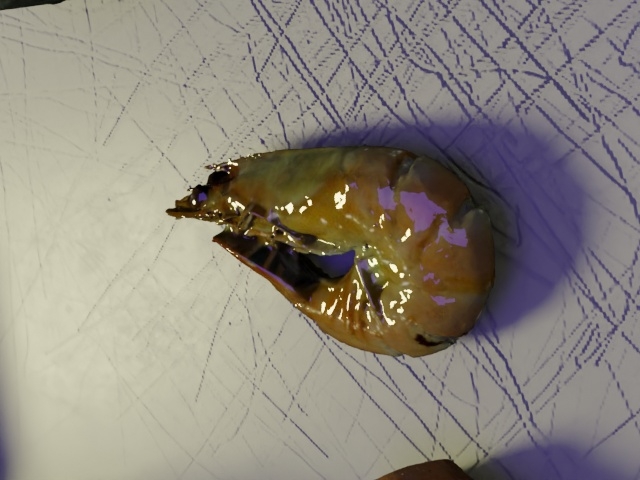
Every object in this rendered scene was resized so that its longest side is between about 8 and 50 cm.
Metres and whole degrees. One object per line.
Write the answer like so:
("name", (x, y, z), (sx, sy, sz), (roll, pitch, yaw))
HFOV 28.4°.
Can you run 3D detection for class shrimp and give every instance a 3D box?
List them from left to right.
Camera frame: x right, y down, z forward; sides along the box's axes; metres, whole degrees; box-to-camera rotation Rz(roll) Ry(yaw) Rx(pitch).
("shrimp", (-0.001, 0.000, 0.851), (0.267, 0.061, 0.145), (10, 117, 31))

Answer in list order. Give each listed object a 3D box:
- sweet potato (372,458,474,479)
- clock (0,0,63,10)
("sweet potato", (0.122, 0.219, 0.798), (0.251, 0.097, 0.097), (32, 118, 21))
("clock", (-0.219, -0.318, 0.866), (0.319, 0.066, 0.319), (18, 114, 49))
